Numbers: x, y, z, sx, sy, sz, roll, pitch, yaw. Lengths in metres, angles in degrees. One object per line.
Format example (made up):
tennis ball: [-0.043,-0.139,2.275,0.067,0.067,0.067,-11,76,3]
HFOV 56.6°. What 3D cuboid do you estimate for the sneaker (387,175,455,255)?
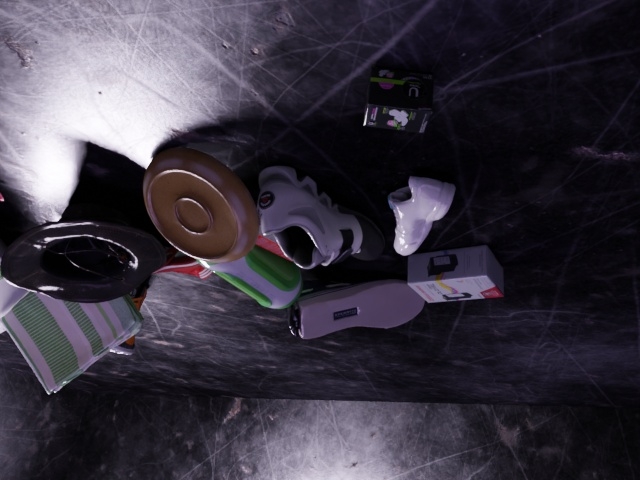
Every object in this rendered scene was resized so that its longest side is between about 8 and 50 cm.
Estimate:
sneaker: [0.158,-0.051,1.061,0.094,0.080,0.212,21,147,-2]

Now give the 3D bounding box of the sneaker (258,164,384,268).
sneaker: [0.000,0.000,1.114,0.122,0.146,0.331,-17,147,39]

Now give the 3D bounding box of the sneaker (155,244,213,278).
sneaker: [-0.346,0.062,1.403,0.221,0.087,0.128,-2,152,21]

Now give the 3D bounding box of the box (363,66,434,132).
box: [0.102,-0.184,0.783,0.083,0.062,0.052,7,157,-1]

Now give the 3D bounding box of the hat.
hat: [-0.500,0.004,1.260,0.331,0.134,0.331,-10,150,-6]

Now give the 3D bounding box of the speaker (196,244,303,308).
speaker: [-0.151,0.048,1.271,0.131,0.131,0.296,-6,152,26]

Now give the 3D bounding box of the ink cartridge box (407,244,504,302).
ink cartridge box: [0.291,0.076,1.280,0.175,0.072,0.127,-9,151,30]

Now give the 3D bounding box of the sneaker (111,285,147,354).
sneaker: [-0.545,0.197,1.604,0.125,0.180,0.321,19,175,-20]

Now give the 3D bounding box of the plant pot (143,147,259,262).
plant pot: [-0.220,-0.050,1.049,0.236,0.032,0.236,14,129,18]

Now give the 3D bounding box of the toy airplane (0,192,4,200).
toy airplane: [-0.717,-0.115,1.186,0.151,0.028,0.151,4,155,2]

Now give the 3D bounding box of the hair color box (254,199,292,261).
hair color box: [-0.089,-0.017,1.180,0.043,0.072,0.141,-18,145,42]

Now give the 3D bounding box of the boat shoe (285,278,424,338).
boat shoe: [0.071,0.139,1.450,0.341,0.127,0.158,-5,-159,-17]

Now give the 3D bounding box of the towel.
towel: [-0.607,0.194,1.441,0.325,0.248,0.038,-37,175,14]

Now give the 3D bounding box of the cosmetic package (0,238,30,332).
cosmetic package: [-0.830,0.095,1.431,0.197,0.155,0.365,-32,162,-18]
